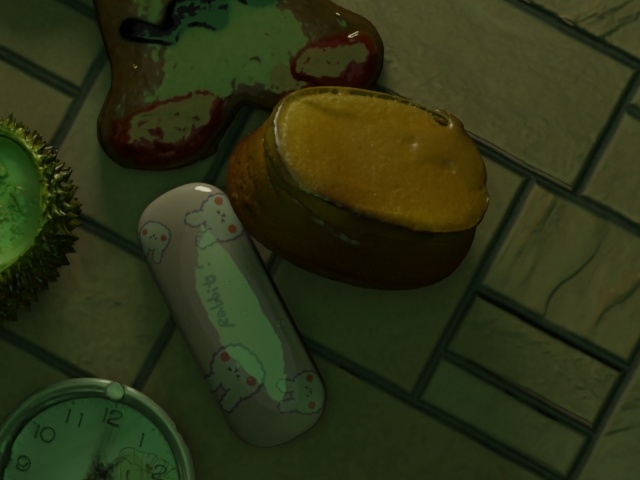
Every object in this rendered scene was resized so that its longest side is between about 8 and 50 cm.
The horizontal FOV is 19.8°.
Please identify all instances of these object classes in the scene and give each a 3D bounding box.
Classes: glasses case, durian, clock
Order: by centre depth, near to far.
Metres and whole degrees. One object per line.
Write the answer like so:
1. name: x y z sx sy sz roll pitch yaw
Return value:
1. durian: -0.356 -0.019 1.924 0.200 0.176 0.237 39 96 -6
2. glasses case: -0.095 0.079 1.956 0.113 0.075 0.297 -28 86 4
3. clock: -0.248 0.265 1.971 0.236 0.053 0.236 0 88 5

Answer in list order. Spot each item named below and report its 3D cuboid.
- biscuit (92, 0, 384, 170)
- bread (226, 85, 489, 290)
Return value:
1. biscuit: -0.152 -0.286 1.971 0.368 0.076 0.394 -19 88 2
2. bread: 0.041 -0.054 1.892 0.269 0.143 0.195 14 55 -17
